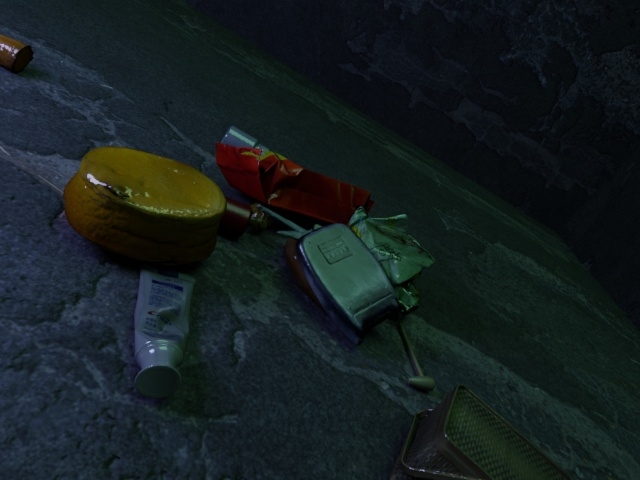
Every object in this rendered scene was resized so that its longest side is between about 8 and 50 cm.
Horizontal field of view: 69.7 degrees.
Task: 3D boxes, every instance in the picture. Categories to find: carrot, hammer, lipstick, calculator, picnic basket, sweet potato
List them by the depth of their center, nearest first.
[{"bbox_3d":[0.255,0.378,0.711,0.266,0.139,0.165,40,26,12],"label":"picnic basket"},{"bbox_3d":[-0.264,-0.082,0.970,0.241,0.080,0.080,23,28,-21],"label":"lipstick"},{"bbox_3d":[0.057,0.075,0.970,0.177,0.040,0.268,-24,72,-36],"label":"calculator"},{"bbox_3d":[-0.022,0.082,0.997,0.255,0.058,0.078,54,10,28],"label":"sweet potato"},{"bbox_3d":[0.190,0.245,1.005,0.060,0.028,0.195,17,27,-19],"label":"hammer"},{"bbox_3d":[-0.776,-0.456,1.046,0.205,0.072,0.072,22,28,-10],"label":"carrot"}]

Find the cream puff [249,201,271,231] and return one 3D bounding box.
[{"bbox_3d":[-0.150,-0.060,1.085,0.083,0.058,0.083,38,24,11],"label":"cream puff"}]

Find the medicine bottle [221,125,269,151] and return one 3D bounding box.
[{"bbox_3d":[-0.220,-0.269,1.338,0.130,0.080,0.080,30,26,-11],"label":"medicine bottle"}]

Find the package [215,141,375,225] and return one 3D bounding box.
[{"bbox_3d":[-0.060,-0.137,1.183,0.423,0.123,0.196,14,6,-43],"label":"package"}]

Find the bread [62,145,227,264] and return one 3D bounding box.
[{"bbox_3d":[-0.300,-0.057,0.810,0.269,0.143,0.195,12,36,-34],"label":"bread"}]

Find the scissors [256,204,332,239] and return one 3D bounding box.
[{"bbox_3d":[0.000,0.000,1.115,0.383,0.029,0.256,23,26,-46],"label":"scissors"}]

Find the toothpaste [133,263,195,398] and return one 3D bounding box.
[{"bbox_3d":[-0.238,0.119,0.697,0.096,0.061,0.266,20,22,-24],"label":"toothpaste"}]

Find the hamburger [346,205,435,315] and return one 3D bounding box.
[{"bbox_3d":[0.184,0.037,1.138,0.276,0.150,0.260,44,21,-7],"label":"hamburger"}]
